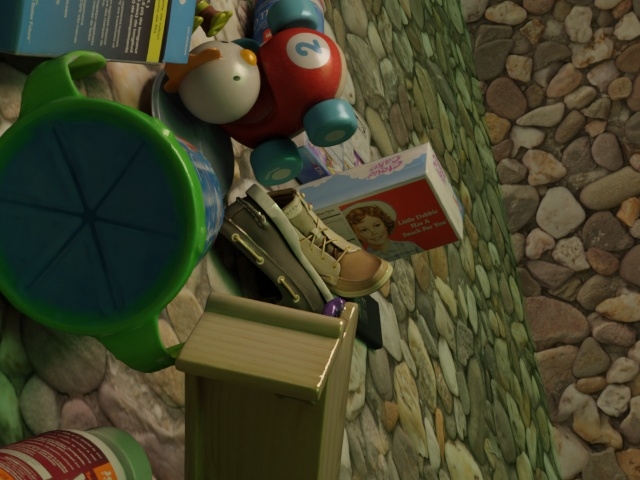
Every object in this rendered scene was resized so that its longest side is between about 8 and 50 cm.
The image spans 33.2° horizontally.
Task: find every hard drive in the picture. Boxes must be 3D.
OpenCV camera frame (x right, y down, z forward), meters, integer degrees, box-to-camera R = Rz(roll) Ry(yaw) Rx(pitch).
[{"bbox_3d":[0.073,0.132,1.923,0.135,0.022,0.094,40,39,-53],"label":"hard drive"}]

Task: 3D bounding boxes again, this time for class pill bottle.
[{"bbox_3d":[-0.054,-0.325,1.818,0.124,0.124,0.222,48,32,-47],"label":"pill bottle"},{"bbox_3d":[-0.249,0.236,0.954,0.221,0.121,0.121,-6,80,-67],"label":"pill bottle"}]

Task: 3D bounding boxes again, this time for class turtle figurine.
[{"bbox_3d":[-0.229,-0.378,1.485,0.217,0.087,0.269,58,26,6],"label":"turtle figurine"}]

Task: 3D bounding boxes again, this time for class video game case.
[{"bbox_3d":[0.011,-0.180,1.949,0.269,0.061,0.244,48,32,-46],"label":"video game case"}]

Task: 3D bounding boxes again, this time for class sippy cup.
[{"bbox_3d":[-0.209,-0.031,1.137,0.224,0.240,0.306,-23,130,-78],"label":"sippy cup"}]

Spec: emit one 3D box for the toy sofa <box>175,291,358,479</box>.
[{"bbox_3d":[-0.062,0.229,1.166,0.177,0.150,0.363,-63,161,-56],"label":"toy sofa"}]

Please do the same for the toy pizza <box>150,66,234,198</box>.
[{"bbox_3d":[-0.184,-0.147,1.503,0.201,0.032,0.201,46,35,-47],"label":"toy pizza"}]

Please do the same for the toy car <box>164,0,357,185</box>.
[{"bbox_3d":[-0.103,-0.222,1.468,0.238,0.210,0.219,10,54,-51],"label":"toy car"}]

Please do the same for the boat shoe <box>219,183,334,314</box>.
[{"bbox_3d":[-0.057,0.053,1.584,0.109,0.091,0.305,38,-17,52],"label":"boat shoe"}]

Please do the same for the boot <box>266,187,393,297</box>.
[{"bbox_3d":[0.000,0.000,1.636,0.077,0.213,0.165,-50,126,-21],"label":"boot"}]

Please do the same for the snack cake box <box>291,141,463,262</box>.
[{"bbox_3d":[0.084,-0.042,1.752,0.152,0.264,0.089,58,26,-33],"label":"snack cake box"}]

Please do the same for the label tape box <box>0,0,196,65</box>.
[{"bbox_3d":[-0.261,-0.333,1.208,0.347,0.115,0.249,-19,120,-67],"label":"label tape box"}]
